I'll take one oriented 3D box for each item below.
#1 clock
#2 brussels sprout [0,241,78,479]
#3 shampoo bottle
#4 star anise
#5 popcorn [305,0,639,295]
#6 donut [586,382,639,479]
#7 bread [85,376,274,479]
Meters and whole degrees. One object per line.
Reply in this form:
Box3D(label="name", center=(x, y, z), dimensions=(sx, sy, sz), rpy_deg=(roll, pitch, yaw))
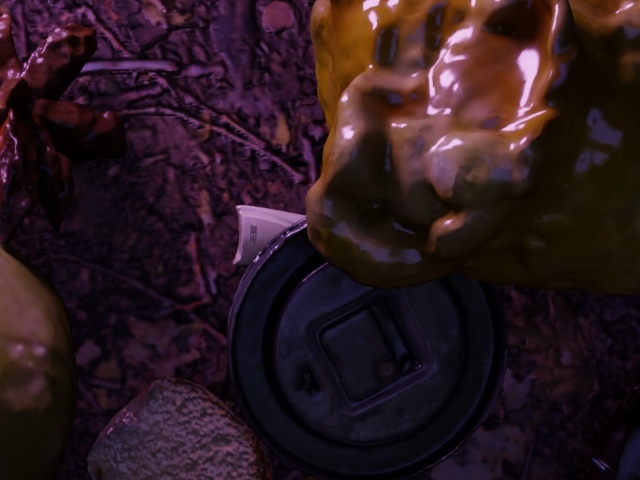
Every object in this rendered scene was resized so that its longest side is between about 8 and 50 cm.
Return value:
Box3D(label="clock", center=(0.036, 0.082, 1.387), dimensions=(0.226, 0.049, 0.226), rpy_deg=(-1, 97, -10))
Box3D(label="brussels sprout", center=(-0.317, 0.113, 1.247), dimensions=(0.328, 0.328, 0.247), rpy_deg=(7, 129, -7))
Box3D(label="shampoo bottle", center=(0.000, 0.000, 1.410), dimensions=(0.141, 0.034, 0.049), rpy_deg=(3, 82, -9))
Box3D(label="star anise", center=(-0.235, -0.102, 1.337), dimensions=(0.196, 0.111, 0.212), rpy_deg=(-13, 52, -43))
Box3D(label="popcorn", center=(0.131, -0.105, 1.313), dimensions=(0.292, 0.334, 0.293), rpy_deg=(-19, 133, 11))
Box3D(label="donut", center=(0.313, 0.202, 1.368), dimensions=(0.235, 0.089, 0.235), rpy_deg=(-5, 76, 22))
Box3D(label="bread", center=(-0.113, 0.177, 1.384), dimensions=(0.126, 0.044, 0.129), rpy_deg=(-40, 96, 0))
